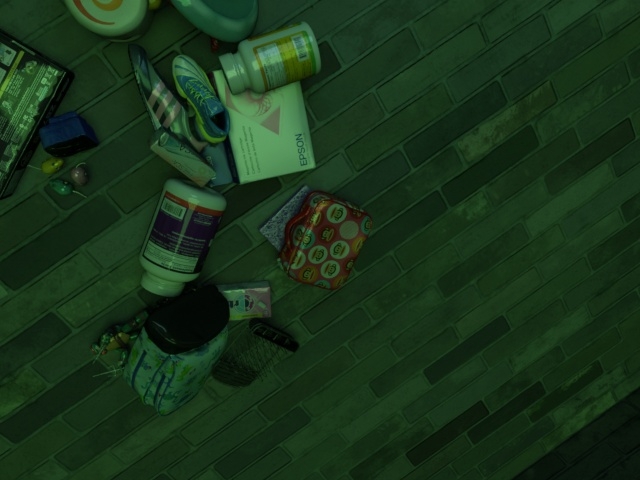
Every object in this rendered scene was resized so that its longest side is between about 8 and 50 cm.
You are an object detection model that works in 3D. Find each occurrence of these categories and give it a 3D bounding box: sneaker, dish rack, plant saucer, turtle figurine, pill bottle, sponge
[{"bbox_3d":[-0.417,-0.382,1.167,0.131,0.112,0.319,-22,116,-13],"label":"sneaker"},{"bbox_3d":[-0.227,0.394,1.416,0.271,0.074,0.208,-49,128,4],"label":"dish rack"},{"bbox_3d":[-0.267,-0.651,1.037,0.318,0.044,0.317,17,66,-45],"label":"plant saucer"},{"bbox_3d":[-0.621,0.310,1.304,0.234,0.118,0.175,-30,145,-16],"label":"turtle figurine"},{"bbox_3d":[-0.135,-0.471,1.117,0.246,0.136,0.136,-22,109,-7],"label":"pill bottle"},{"bbox_3d":[-0.087,-0.067,1.361,0.210,0.031,0.117,-44,111,-2],"label":"sponge"},{"bbox_3d":[-0.408,-0.007,1.230,0.182,0.181,0.322,21,101,-18],"label":"pill bottle"},{"bbox_3d":[-0.300,-0.378,1.118,0.091,0.126,0.240,-37,116,-26],"label":"sneaker"}]

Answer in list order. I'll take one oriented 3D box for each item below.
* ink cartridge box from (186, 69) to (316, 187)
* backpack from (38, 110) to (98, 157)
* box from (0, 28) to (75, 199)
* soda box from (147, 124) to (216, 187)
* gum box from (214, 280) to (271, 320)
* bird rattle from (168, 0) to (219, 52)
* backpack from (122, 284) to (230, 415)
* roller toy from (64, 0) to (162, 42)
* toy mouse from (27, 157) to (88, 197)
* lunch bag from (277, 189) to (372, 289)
[{"bbox_3d":[-0.202,-0.339,1.242,0.330,0.071,0.324,-15,109,-10],"label":"ink cartridge box"},{"bbox_3d":[-0.681,-0.281,1.137,0.120,0.098,0.101,-25,81,-5],"label":"backpack"},{"bbox_3d":[-0.878,-0.346,1.071,0.318,0.097,0.395,29,98,-20],"label":"box"},{"bbox_3d":[-0.374,-0.225,1.152,0.063,0.058,0.183,-44,133,6],"label":"soda box"},{"bbox_3d":[-0.259,0.198,1.386,0.188,0.062,0.107,-4,106,-12],"label":"gum box"},{"bbox_3d":[-0.338,-0.608,1.071,0.143,0.207,0.253,-20,103,18],"label":"bird rattle"},{"bbox_3d":[-0.431,0.339,1.254,0.355,0.290,0.273,-40,85,25],"label":"backpack"},{"bbox_3d":[-0.520,-0.600,1.051,0.209,0.146,0.191,31,98,-20],"label":"roller toy"},{"bbox_3d":[-0.701,-0.163,1.174,0.161,0.031,0.143,-13,131,10],"label":"toy mouse"},{"bbox_3d":[0.000,0.000,1.329,0.258,0.120,0.293,18,105,-31],"label":"lunch bag"}]
